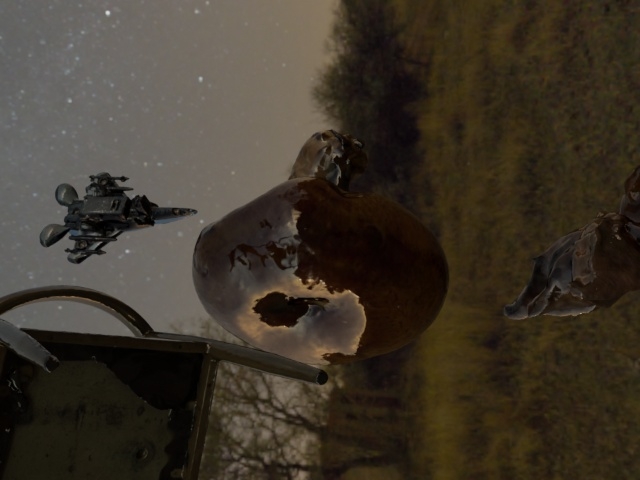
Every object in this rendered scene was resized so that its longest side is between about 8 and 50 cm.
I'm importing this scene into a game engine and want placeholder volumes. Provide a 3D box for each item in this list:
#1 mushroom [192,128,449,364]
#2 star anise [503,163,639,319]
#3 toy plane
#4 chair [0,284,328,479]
[{"bbox_3d":[0.011,0.031,0.783,0.254,0.267,0.267,-45,-38,-52],"label":"mushroom"},{"bbox_3d":[0.336,-0.012,0.716,0.292,0.109,0.349,-42,-8,-5],"label":"star anise"},{"bbox_3d":[-0.306,-0.042,1.046,0.078,0.246,0.169,54,-143,-52],"label":"toy plane"},{"bbox_3d":[-0.147,0.131,0.458,0.272,0.188,0.166,10,89,55],"label":"chair"}]
